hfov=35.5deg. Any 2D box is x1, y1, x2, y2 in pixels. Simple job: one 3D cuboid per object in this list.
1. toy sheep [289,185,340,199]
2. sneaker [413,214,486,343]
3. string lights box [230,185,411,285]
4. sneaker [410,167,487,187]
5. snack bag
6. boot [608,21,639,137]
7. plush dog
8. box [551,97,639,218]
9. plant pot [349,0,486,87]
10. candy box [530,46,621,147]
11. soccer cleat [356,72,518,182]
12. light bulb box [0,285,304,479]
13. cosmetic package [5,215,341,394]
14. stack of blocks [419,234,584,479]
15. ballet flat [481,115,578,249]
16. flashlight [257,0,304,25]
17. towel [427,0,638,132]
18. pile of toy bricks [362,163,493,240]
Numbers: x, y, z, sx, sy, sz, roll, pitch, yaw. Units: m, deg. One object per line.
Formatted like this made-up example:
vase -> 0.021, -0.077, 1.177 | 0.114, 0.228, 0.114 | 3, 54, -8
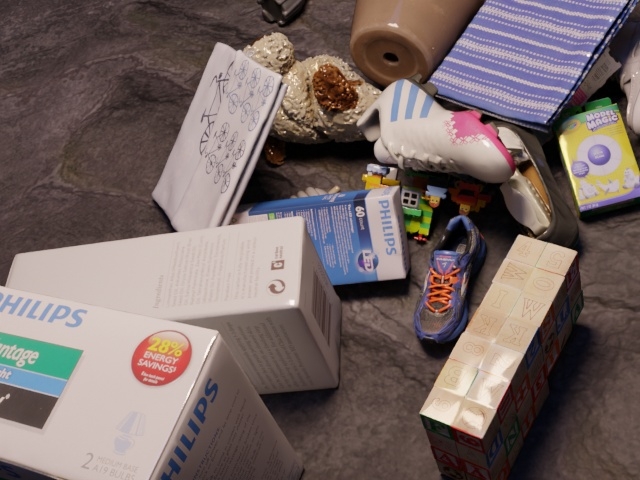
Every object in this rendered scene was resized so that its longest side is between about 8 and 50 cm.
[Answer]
toy sheep -> -0.018, -0.041, 1.624 | 0.132, 0.091, 0.091 | -39, 51, -6
sneaker -> 0.184, 0.054, 1.479 | 0.083, 0.087, 0.221 | 5, 55, 23
string lights box -> 0.000, 0.000, 1.545 | 0.260, 0.133, 0.077 | -6, 13, 14
sneaker -> 0.211, -0.136, 1.645 | 0.162, 0.063, 0.073 | 23, 52, 22
snack bag -> -0.177, -0.157, 1.617 | 0.323, 0.037, 0.342 | -66, 29, 13
boot -> 0.509, -0.265, 1.629 | 0.123, 0.095, 0.258 | 4, 50, 34
plush dog -> 0.007, -0.227, 1.697 | 0.226, 0.262, 0.210 | 9, 90, 36
box -> 0.424, -0.133, 1.534 | 0.105, 0.043, 0.179 | -15, 70, 7
plant pot -> 0.154, -0.386, 1.712 | 0.263, 0.263, 0.229 | 10, 57, 25
candy box -> 0.360, -0.270, 1.637 | 0.196, 0.070, 0.165 | -48, 50, 11
soccer cleat -> 0.167, -0.142, 1.499 | 0.143, 0.116, 0.331 | -39, 34, -2
light bulb box -> -0.260, 0.269, 1.285 | 0.358, 0.361, 0.225 | 9, 57, 25
cosmetic package -> -0.215, 0.118, 1.474 | 0.454, 0.230, 0.161 | -7, 51, 12
stack of blocks -> 0.248, 0.163, 1.319 | 0.087, 0.171, 0.297 | 18, 60, 29
ballet flat -> 0.301, -0.100, 1.516 | 0.095, 0.096, 0.280 | -47, 53, 31
flashlight -> 0.003, -0.561, 2.007 | 0.103, 0.103, 0.304 | 26, 64, 38
towel -> 0.345, -0.338, 1.590 | 0.243, 0.040, 0.336 | 26, 74, 37
pile of toy bricks -> 0.157, -0.053, 1.577 | 0.212, 0.118, 0.105 | 11, 96, 14
